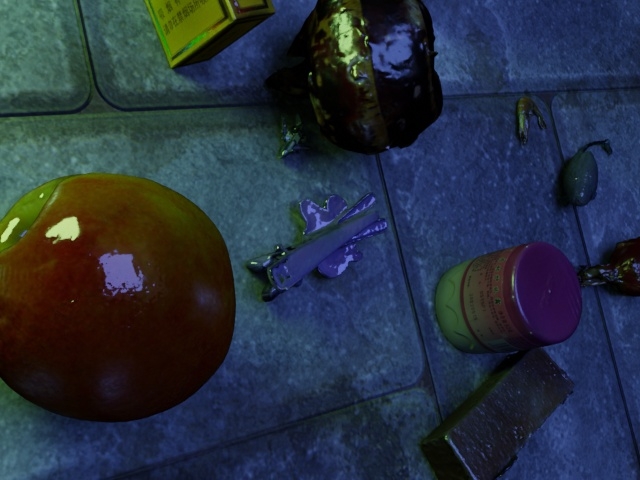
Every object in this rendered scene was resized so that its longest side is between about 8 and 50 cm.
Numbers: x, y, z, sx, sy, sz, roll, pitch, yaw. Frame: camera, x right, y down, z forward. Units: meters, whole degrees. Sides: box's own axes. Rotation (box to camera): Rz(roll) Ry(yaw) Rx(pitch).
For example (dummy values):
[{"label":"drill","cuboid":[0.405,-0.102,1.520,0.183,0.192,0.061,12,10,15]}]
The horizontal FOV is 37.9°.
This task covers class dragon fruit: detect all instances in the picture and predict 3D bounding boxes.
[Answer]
[{"label":"dragon fruit","cuboid":[0.618,0.060,1.897,0.246,0.125,0.126,-6,95,-21]}]

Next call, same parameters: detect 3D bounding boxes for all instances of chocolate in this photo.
[{"label":"chocolate","cuboid":[0.299,0.303,1.595,0.321,0.112,0.112,-36,92,-36]}]

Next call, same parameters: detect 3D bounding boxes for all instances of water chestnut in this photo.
[{"label":"water chestnut","cuboid":[0.051,-0.266,1.475,0.300,0.300,0.300,10,72,-34]}]

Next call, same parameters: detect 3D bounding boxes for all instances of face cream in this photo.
[{"label":"face cream","cuboid":[0.320,0.104,1.603,0.175,0.195,0.175,11,71,-36]}]

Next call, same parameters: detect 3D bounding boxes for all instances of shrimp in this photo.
[{"label":"shrimp","cuboid":[0.427,-0.233,1.878,0.083,0.023,0.114,23,62,-33]}]

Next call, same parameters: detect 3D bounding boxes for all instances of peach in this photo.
[{"label":"peach","cuboid":[-0.250,0.073,1.145,0.332,0.307,0.308,44,55,-39]}]

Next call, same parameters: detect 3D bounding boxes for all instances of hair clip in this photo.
[{"label":"hair clip","cuboid":[-0.011,0.005,1.461,0.278,0.090,0.137,-33,98,-42]}]

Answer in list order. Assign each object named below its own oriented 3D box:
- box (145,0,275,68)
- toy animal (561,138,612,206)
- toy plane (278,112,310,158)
[{"label":"box","cuboid":[-0.197,-0.429,1.362,0.084,0.192,0.302,-22,92,-39]},{"label":"toy animal","cuboid":[0.549,-0.152,1.930,0.253,0.070,0.079,-55,146,-45]},{"label":"toy plane","cuboid":[-0.045,-0.164,1.508,0.078,0.031,0.083,48,52,-32]}]
